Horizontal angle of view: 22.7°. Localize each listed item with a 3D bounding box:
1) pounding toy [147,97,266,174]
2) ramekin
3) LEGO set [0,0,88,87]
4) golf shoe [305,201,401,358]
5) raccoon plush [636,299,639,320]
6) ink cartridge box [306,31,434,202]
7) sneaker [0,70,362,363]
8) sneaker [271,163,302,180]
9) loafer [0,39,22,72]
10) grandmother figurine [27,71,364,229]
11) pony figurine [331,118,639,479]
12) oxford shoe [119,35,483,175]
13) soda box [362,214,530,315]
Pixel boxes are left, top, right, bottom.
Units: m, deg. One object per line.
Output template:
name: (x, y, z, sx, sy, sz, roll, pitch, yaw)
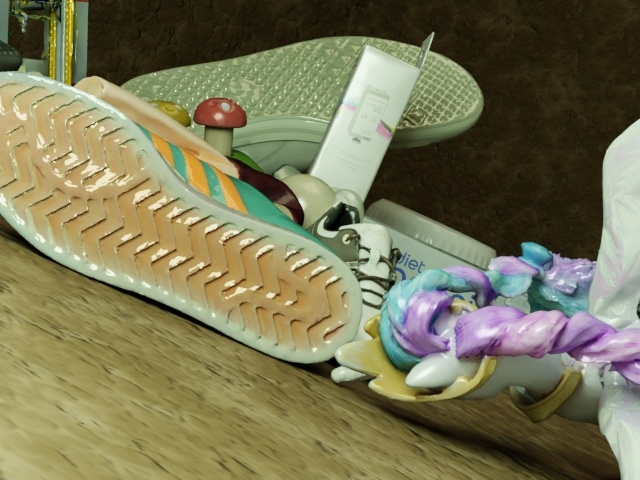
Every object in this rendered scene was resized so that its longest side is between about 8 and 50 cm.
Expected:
pounding toy: (-0.125, -0.091, 1.564, 0.183, 0.110, 0.237, 7, 9, 4)
ramekin: (0.131, 0.027, 2.063, 0.207, 0.109, 0.207, 24, 3, -1)
LEGO set: (-0.354, -0.161, 1.361, 0.255, 0.192, 0.331, 2, 1, 36)
golf shoe: (0.024, 0.034, 1.213, 0.077, 0.094, 0.198, 24, 15, -32)
raccoon plush: (0.416, 0.072, 1.779, 0.216, 0.299, 0.446, 25, 3, 14)
ink cartridge box: (0.050, -0.136, 1.681, 0.067, 0.198, 0.115, 24, 0, -3)
sneaker: (-0.112, -0.014, 1.093, 0.302, 0.108, 0.121, 32, 1, -9)
sneaker: (0.000, 0.000, 1.855, 0.122, 0.110, 0.283, 45, 11, 15)
loafer: (-0.305, -0.113, 1.146, 0.080, 0.078, 0.220, 30, 18, 31)
grandmother figurine: (-0.092, -0.048, 1.354, 0.342, 0.104, 0.208, 18, 15, -43)
pony figurine: (0.234, 0.081, 1.056, 0.351, 0.302, 0.363, -16, -23, 41)
oxford shoe: (-0.030, -0.140, 1.889, 0.449, 0.130, 0.169, -8, 51, -10)
soda box: (0.081, 0.038, 1.672, 0.286, 0.091, 0.098, 24, 2, -6)
